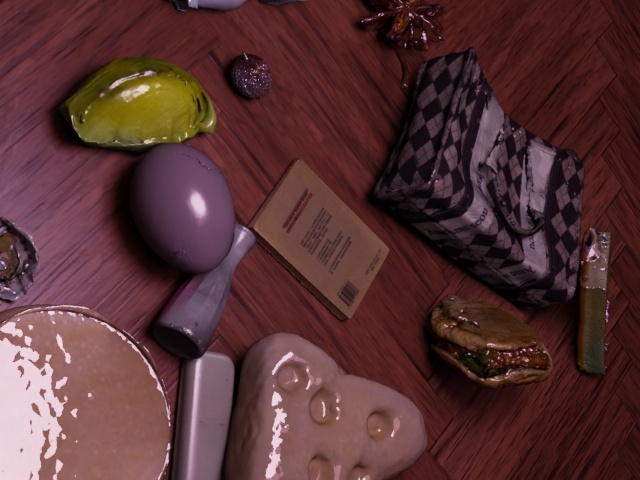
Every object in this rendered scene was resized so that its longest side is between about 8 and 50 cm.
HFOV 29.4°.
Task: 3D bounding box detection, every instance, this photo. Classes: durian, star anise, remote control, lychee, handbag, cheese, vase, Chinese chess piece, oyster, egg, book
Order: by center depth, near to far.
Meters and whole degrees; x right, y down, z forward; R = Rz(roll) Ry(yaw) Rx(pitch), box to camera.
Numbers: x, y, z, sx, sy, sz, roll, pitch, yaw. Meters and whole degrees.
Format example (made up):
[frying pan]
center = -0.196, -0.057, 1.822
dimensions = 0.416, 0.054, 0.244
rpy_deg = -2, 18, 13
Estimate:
[Chinese chess piece]
center = -0.355, 0.249, 1.589
dimensions = 0.338, 0.140, 0.338
rpy_deg = 14, 66, -33
[oyster]
center = -0.431, 0.026, 1.675
dimensions = 0.098, 0.037, 0.100
rpy_deg = 32, 84, -7
[egg]
center = -0.199, -0.047, 1.776
dimensions = 0.146, 0.146, 0.199
rpy_deg = -23, 88, -36
[remote control]
center = -0.174, 0.314, 1.793
dimensions = 0.090, 0.038, 0.310
rpy_deg = 12, 73, -33
[durian]
center = -0.262, -0.201, 1.798
dimensions = 0.250, 0.101, 0.139
rpy_deg = -15, 123, -36
[vase]
center = -0.166, 0.069, 1.824
dimensions = 0.086, 0.086, 0.214
rpy_deg = 42, 55, -22
[cheese]
center = 0.001, 0.350, 1.839
dimensions = 0.351, 0.129, 0.328
rpy_deg = 34, 59, -31
[lychee]
center = -0.109, -0.263, 1.934
dimensions = 0.067, 0.068, 0.083
rpy_deg = -47, 126, -52
[book]
center = 0.000, 0.000, 1.988
dimensions = 0.231, 0.026, 0.161
rpy_deg = 45, 58, -20
[star anise]
center = 0.127, -0.377, 2.110
dimensions = 0.177, 0.073, 0.234
rpy_deg = 40, 45, -3
[handbag]
center = 0.305, -0.109, 2.145
dimensions = 0.416, 0.180, 0.317
rpy_deg = 36, 59, -32

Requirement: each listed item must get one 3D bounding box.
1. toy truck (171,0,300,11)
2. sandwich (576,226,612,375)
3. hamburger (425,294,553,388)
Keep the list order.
[toy truck]
center = -0.122, -0.428, 1.940
dimensions = 0.256, 0.108, 0.140
rpy_deg = 0, 94, -34
[sandwich]
center = 0.496, 0.113, 2.229
dimensions = 0.212, 0.063, 0.245
rpy_deg = 39, 54, -71
[hamburger]
center = 0.280, 0.185, 2.058
dimensions = 0.183, 0.206, 0.130
rpy_deg = 0, 117, -35
